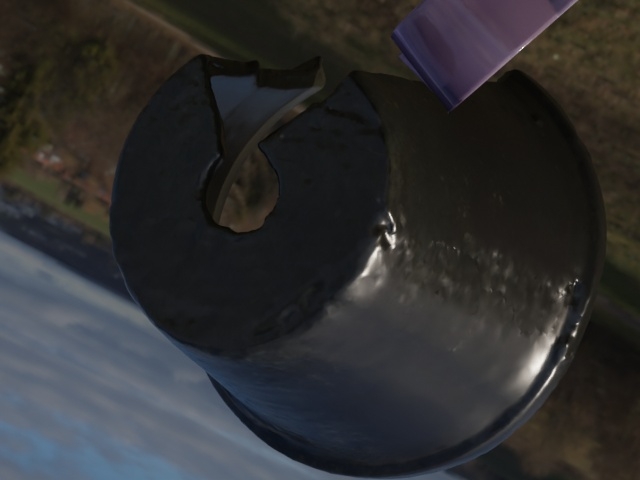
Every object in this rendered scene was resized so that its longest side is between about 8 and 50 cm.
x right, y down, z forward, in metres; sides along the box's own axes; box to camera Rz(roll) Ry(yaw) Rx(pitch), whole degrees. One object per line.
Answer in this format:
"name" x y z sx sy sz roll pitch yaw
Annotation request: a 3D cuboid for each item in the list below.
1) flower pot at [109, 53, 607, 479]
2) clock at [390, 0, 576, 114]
"flower pot" 0.000 0.000 0.909 0.379 0.379 0.251 24 -179 27
"clock" 0.096 -0.125 0.639 0.050 0.110 0.153 49 -165 -2
